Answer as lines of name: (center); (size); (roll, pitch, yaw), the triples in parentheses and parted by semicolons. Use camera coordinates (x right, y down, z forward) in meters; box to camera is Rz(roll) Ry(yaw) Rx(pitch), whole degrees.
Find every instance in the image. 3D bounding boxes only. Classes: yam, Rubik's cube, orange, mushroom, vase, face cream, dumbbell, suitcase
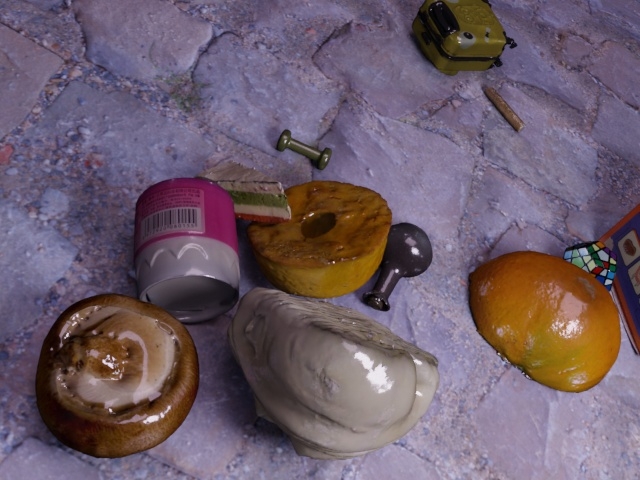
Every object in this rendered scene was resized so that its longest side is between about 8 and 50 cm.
yam: (0.481, -0.344, 1.880); (0.032, 0.032, 0.145); (-20, 66, -33)
Rubik's cube: (0.589, 0.062, 1.586); (0.133, 0.133, 0.112); (15, 28, -13)
orange: (0.473, 0.163, 1.481); (0.274, 0.274, 0.310); (-44, 112, -39)
mushroom: (-0.301, 0.198, 1.073); (0.253, 0.153, 0.253); (10, 54, -14)
vase: (0.143, 0.054, 1.405); (0.120, 0.120, 0.183); (32, 64, 0)
face cream: (-0.227, 0.018, 1.219); (0.175, 0.175, 0.195); (6, 55, -20)
dumbbell: (-0.035, -0.194, 1.538); (0.118, 0.046, 0.052); (24, 46, -5)
suitcase: (0.368, -0.539, 1.895); (0.235, 0.143, 0.194); (-8, 61, -29)

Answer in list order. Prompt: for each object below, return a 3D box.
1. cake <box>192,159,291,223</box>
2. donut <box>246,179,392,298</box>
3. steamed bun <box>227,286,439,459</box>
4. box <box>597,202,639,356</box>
cake: (-0.156, -0.080, 1.313); (0.117, 0.086, 0.220); (-25, 31, -20)
donut: (-0.002, 0.001, 1.323); (0.278, 0.108, 0.277); (-2, 34, 1)
steamed bun: (0.004, 0.218, 1.130); (0.324, 0.219, 0.310); (21, 1, 37)
box: (0.867, 0.085, 1.599); (0.349, 0.257, 0.318); (6, 54, -19)
